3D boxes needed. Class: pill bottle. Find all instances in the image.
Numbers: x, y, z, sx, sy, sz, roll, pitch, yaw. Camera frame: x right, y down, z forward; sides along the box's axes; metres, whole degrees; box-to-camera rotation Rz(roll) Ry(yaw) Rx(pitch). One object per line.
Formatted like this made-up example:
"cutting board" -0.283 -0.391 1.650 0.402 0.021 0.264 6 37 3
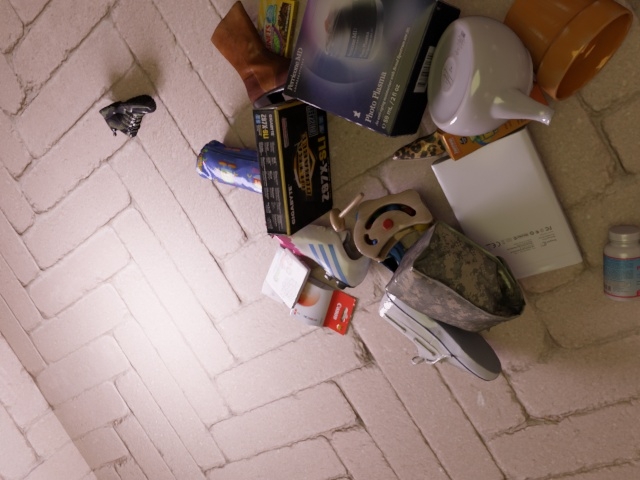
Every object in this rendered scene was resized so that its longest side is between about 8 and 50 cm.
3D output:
"pill bottle" 0.691 0.051 1.333 0.087 0.087 0.160 0 110 28

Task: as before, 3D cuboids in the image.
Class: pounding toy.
"pounding toy" 0.154 -0.037 1.498 0.269 0.155 0.154 -14 75 21

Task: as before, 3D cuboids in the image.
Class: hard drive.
"hard drive" 0.447 -0.073 1.406 0.233 0.047 0.353 -20 109 32

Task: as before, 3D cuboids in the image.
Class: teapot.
"teapot" 0.343 -0.330 1.201 0.187 0.252 0.256 2 82 -14

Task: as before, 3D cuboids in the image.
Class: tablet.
"tablet" -0.148 0.163 1.865 0.083 0.006 0.054 27 120 17

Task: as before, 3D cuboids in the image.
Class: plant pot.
"plant pot" 0.486 -0.426 1.203 0.188 0.205 0.205 48 125 22

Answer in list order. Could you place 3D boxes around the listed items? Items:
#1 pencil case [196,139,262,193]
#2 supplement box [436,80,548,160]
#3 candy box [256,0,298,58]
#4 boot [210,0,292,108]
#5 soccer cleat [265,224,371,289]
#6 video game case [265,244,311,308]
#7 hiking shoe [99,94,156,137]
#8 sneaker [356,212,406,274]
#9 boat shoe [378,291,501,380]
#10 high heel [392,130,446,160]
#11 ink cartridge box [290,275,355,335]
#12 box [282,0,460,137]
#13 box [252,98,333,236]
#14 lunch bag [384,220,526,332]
"pencil case" -0.208 -0.208 1.682 0.306 0.119 0.133 15 145 22
"supplement box" 0.385 -0.270 1.322 0.233 0.080 0.078 -28 110 13
"candy box" -0.124 -0.541 1.565 0.105 0.027 0.206 22 118 22
"boot" -0.138 -0.506 1.538 0.264 0.096 0.280 -36 83 42
"soccer cleat" 0.000 0.000 1.676 0.331 0.116 0.143 35 105 9
"video game case" -0.101 0.104 1.781 0.143 0.019 0.157 45 126 32
"hiking shoe" -0.588 -0.387 1.849 0.227 0.086 0.114 0 123 34
"sneaker" 0.165 0.006 1.596 0.069 0.082 0.209 -40 87 35
"boat shoe" 0.304 0.278 1.597 0.367 0.136 0.156 37 122 14
"high heel" 0.277 -0.301 1.401 0.261 0.093 0.186 -17 108 15
"ink cartridge box" 0.003 0.204 1.780 0.179 0.045 0.145 27 120 20
"box" 0.108 -0.423 1.326 0.294 0.183 0.296 27 113 22
"box" -0.063 -0.202 1.529 0.079 0.257 0.322 5 110 25
"lunch bag" 0.339 0.112 1.443 0.287 0.169 0.235 33 159 2
